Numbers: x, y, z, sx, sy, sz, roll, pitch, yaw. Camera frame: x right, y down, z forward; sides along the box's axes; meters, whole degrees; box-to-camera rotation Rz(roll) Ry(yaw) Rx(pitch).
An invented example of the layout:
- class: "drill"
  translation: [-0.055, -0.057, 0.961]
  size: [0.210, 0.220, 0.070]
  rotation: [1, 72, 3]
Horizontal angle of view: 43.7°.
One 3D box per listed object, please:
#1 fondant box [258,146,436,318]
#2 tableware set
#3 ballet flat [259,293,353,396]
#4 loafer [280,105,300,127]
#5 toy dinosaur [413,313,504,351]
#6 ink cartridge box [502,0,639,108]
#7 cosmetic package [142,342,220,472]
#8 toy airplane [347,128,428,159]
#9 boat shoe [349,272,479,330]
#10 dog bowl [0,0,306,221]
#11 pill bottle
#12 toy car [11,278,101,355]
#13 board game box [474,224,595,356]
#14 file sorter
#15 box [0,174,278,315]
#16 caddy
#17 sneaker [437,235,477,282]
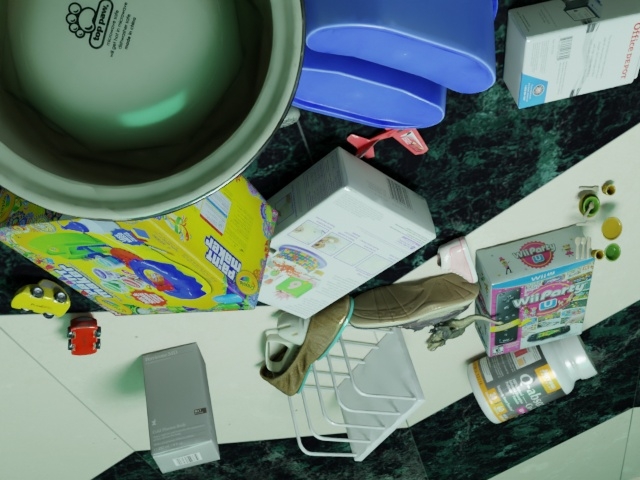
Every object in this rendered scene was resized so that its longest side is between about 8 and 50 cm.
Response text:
- class: "fondant box"
  translation: [0.000, 0.000, 1.417]
  size: [0.330, 0.096, 0.238]
  rotation: [-35, 137, 30]
- class: "tableware set"
  translation: [0.552, -0.033, 1.562]
  size: [0.104, 0.024, 0.154]
  rotation: [-1, 98, -15]
- class: "ballet flat"
  translation: [-0.048, 0.213, 1.689]
  size: [0.124, 0.116, 0.342]
  rotation: [19, 137, -12]
- class: "loafer"
  translation: [-0.156, -0.192, 1.178]
  size: [0.251, 0.087, 0.094]
  rotation: [-10, 180, 8]
- class: "toy dinosaur"
  translation: [0.278, 0.193, 1.756]
  size: [0.118, 0.064, 0.268]
  rotation: [5, 162, -20]
- class: "ink cartridge box"
  translation: [0.385, -0.295, 1.217]
  size: [0.191, 0.082, 0.139]
  rotation: [-14, 142, -3]
- class: "cosmetic package"
  translation: [-0.290, 0.342, 1.646]
  size: [0.127, 0.238, 0.107]
  rotation: [-15, 144, -5]
- class: "toy airplane"
  translation: [0.110, -0.175, 1.315]
  size: [0.151, 0.028, 0.151]
  rotation: [-8, 140, -7]
- class: "boat shoe"
  translation: [0.193, 0.145, 1.673]
  size: [0.285, 0.102, 0.092]
  rotation: [-14, 137, -11]
- class: "dog bowl"
  translation: [-0.222, -0.229, 0.897]
  size: [0.408, 0.150, 0.407]
  rotation: [0, 97, -3]
- class: "pill bottle"
  translation: [0.512, 0.320, 1.937]
  size: [0.279, 0.162, 0.162]
  rotation: [-28, 139, 16]
- class: "toy car"
  translation: [-0.415, 0.113, 1.473]
  size: [0.225, 0.053, 0.239]
  rotation: [-22, 142, 8]
- class: "board game box"
  translation: [0.456, 0.117, 1.728]
  size: [0.224, 0.097, 0.303]
  rotation: [-15, 140, 0]
- class: "file sorter"
  translation: [0.066, 0.342, 1.792]
  size: [0.173, 0.192, 0.277]
  rotation: [10, 135, -29]
- class: "box"
  translation: [-0.265, -0.030, 1.177]
  size: [0.279, 0.177, 0.290]
  rotation: [-5, 148, 28]
- class: "caddy"
  translation: [0.077, -0.286, 1.059]
  size: [0.342, 0.179, 0.241]
  rotation: [9, 158, -28]
- class: "sneaker"
  translation: [0.274, 0.046, 1.620]
  size: [0.070, 0.051, 0.134]
  rotation: [-20, 138, 9]
